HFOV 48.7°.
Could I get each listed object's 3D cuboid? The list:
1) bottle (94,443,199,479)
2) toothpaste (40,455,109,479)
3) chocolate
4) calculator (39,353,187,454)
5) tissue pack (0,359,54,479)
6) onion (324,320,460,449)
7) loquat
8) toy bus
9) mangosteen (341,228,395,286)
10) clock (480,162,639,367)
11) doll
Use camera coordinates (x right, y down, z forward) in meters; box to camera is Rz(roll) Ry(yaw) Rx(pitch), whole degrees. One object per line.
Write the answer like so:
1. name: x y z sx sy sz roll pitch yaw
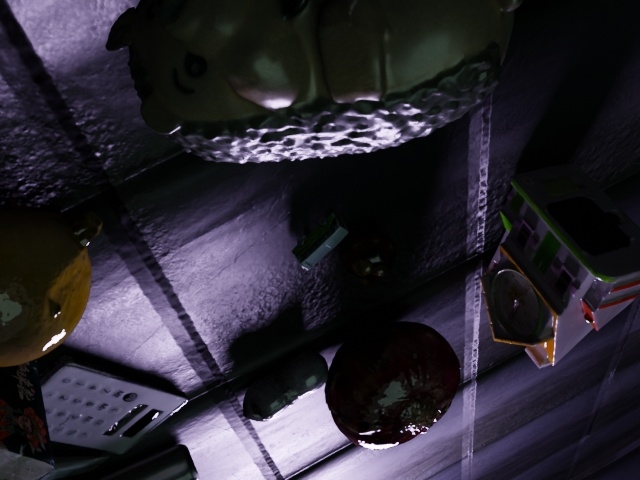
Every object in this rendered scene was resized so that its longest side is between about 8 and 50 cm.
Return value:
1. bottle: -0.335 0.423 1.192 0.253 0.079 0.096 -20 132 -16
2. toothpaste: -0.429 0.349 1.073 0.218 0.041 0.064 11 138 -47
3. chocolate: -0.060 0.249 1.201 0.167 0.072 0.072 -35 144 0
4. calculator: -0.330 0.251 1.047 0.161 0.021 0.261 -40 143 11
5. tissue pack: -0.381 0.199 0.822 0.090 0.170 0.103 -35 142 3
6. onion: 0.123 0.249 1.240 0.246 0.190 0.247 -13 122 -22
7. loquat: -0.308 0.035 0.710 0.204 0.149 0.172 -41 140 -8
8. toy bus: 0.000 0.000 0.988 0.083 0.037 0.031 -42 143 12
9. mangosteen: 0.073 0.022 1.034 0.080 0.081 0.081 -20 142 -17
10. clock: 0.381 0.070 1.183 0.166 0.235 0.310 -13 140 -23
11. doll: -0.003 -0.187 0.622 0.349 0.247 0.247 -19 144 7
